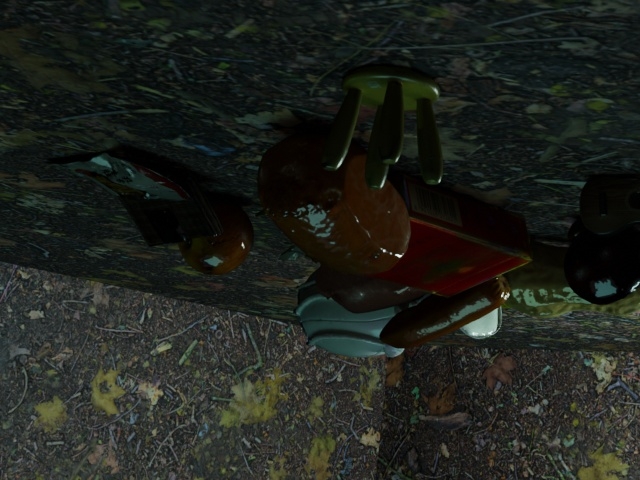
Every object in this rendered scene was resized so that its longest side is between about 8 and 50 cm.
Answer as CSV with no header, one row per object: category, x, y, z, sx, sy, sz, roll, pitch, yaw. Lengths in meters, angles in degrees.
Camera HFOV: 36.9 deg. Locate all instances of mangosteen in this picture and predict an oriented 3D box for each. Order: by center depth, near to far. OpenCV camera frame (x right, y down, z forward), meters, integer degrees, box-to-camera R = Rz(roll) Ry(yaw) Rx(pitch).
mangosteen,0.465,0.029,1.582,0.152,0.152,0.152,6,169,1

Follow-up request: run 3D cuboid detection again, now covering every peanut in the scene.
peanut,0.462,0.073,1.785,0.313,0.149,0.149,-1,168,12

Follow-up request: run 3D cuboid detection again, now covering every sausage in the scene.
sausage,0.022,-0.046,1.320,0.141,0.153,0.268,4,155,35
sausage,0.229,0.135,1.797,0.300,0.083,0.089,-33,-171,39
sausage,0.117,0.058,1.843,0.152,0.152,0.280,16,155,-42

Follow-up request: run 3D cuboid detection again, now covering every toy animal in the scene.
toy animal,0.000,0.000,1.797,0.155,0.095,0.219,4,171,37

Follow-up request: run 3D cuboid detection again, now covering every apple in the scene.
apple,-0.194,-0.004,1.745,0.146,0.146,0.146,6,169,1

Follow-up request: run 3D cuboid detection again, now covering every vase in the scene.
vase,0.170,0.128,2.037,0.445,0.250,0.250,-10,161,43

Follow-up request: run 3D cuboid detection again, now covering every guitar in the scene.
guitar,0.485,-0.059,1.282,0.271,0.083,0.038,-7,167,29

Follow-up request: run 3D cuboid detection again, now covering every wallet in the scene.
wallet,-0.265,-0.051,1.668,0.230,0.124,0.042,-9,-156,49

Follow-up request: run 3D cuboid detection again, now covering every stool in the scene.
stool,0.073,-0.123,1.061,0.135,0.110,0.134,8,170,-3

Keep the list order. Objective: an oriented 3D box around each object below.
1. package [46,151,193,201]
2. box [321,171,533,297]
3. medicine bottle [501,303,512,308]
package,-0.331,-0.104,1.582,0.239,0.030,0.154,2,160,44
box,0.173,-0.001,1.572,0.313,0.089,0.197,17,146,-40
medicine bottle,0.391,0.135,2.349,0.095,0.064,0.260,15,167,-39
